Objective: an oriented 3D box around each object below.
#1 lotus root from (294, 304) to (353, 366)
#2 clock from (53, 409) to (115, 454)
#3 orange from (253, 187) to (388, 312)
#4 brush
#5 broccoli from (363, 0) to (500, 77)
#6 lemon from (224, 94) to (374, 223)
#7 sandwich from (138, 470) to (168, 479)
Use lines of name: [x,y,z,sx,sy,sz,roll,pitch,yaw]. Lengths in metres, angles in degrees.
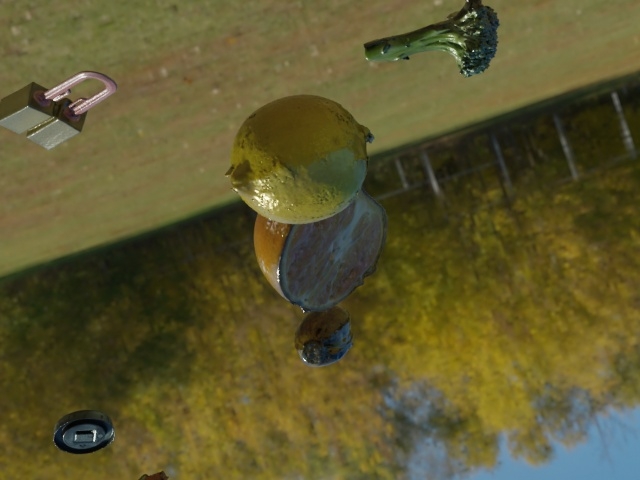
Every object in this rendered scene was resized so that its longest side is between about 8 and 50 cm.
lotus root: [0.009,0.197,2.401,0.120,0.120,0.209,-18,-167,27]
clock: [-0.327,0.266,1.564,0.085,0.017,0.085,-9,136,-8]
orange: [0.000,-0.004,2.101,0.274,0.274,0.310,-19,-177,2]
brush: [-0.388,-0.206,1.704,0.103,0.047,0.233,28,150,-36]
broccoli: [0.167,-0.297,1.687,0.204,0.122,0.118,-7,166,10]
lemon: [-0.031,-0.105,1.493,0.206,0.173,0.173,-18,-179,-26]
sandwich: [-0.184,0.302,1.279,0.067,0.029,0.135,-47,-158,-14]
